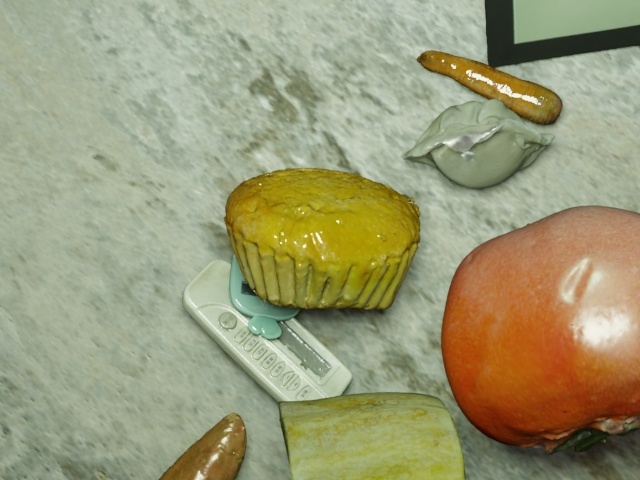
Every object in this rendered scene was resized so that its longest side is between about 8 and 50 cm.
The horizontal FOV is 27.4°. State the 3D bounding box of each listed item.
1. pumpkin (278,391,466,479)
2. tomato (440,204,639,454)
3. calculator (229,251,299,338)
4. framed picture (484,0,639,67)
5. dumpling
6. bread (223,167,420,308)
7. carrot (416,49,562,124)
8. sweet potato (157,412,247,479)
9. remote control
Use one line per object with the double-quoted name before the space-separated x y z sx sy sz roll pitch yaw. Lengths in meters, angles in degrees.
"pumpkin" 0.075 0.318 1.481 0.199 0.332 0.332 -15 88 1
"tomato" 0.301 0.091 1.479 0.341 0.341 0.273 -14 74 2
"calculator" -0.065 0.048 1.614 0.095 0.021 0.153 10 68 -15
"framed picture" 0.361 -0.336 1.545 0.347 0.016 0.265 -9 133 2
"dumpling" 0.188 -0.122 1.582 0.188 0.127 0.108 -4 77 7
"bread" -0.002 -0.003 1.544 0.240 0.240 0.139 14 112 3
"carrot" 0.208 -0.193 1.624 0.191 0.047 0.047 23 90 5
"sweet potato" -0.163 0.324 1.607 0.097 0.097 0.252 34 92 3
"remote control" -0.070 0.125 1.623 0.230 0.049 0.090 43 61 3
